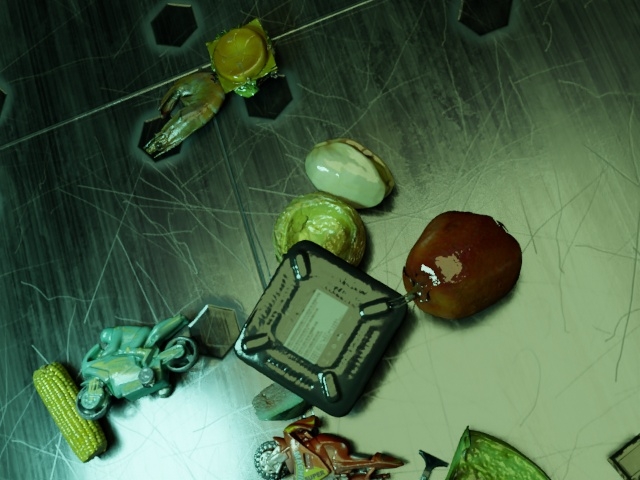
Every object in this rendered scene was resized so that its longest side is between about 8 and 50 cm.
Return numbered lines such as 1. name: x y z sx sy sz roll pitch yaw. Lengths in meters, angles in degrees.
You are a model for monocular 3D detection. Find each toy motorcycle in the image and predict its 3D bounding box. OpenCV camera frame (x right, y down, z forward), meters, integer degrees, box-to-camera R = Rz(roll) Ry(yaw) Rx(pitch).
1. toy motorcycle: 0.010 0.460 1.667 0.298 0.089 0.171 20 82 16
2. toy motorcycle: -0.415 0.267 1.812 0.297 0.109 0.198 -23 61 0

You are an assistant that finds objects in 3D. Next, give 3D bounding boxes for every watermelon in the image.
1. watermelon: -0.056 0.327 1.728 0.180 0.081 0.094 -20 57 -8

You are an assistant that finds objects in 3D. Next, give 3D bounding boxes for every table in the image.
1. table: 0.602 0.418 1.543 0.083 0.082 0.070 -40 71 2

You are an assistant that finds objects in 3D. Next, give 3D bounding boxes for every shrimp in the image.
1. shrimp: -0.330 -0.303 1.939 0.150 0.068 0.248 37 82 30

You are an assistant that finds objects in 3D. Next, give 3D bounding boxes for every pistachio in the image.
1. pistachio: 0.062 -0.145 1.787 0.201 0.117 0.145 27 121 7

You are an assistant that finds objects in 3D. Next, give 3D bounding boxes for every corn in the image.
1. corn: -0.559 0.380 1.823 0.081 0.081 0.248 -39 71 2

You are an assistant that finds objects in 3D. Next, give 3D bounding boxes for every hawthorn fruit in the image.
1. hawthorn fruit: 0.256 0.065 1.622 0.299 0.211 0.211 -34 70 -23

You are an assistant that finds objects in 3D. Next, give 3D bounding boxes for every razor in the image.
1. razor: 0.188 0.522 1.642 0.066 0.033 0.190 24 84 18

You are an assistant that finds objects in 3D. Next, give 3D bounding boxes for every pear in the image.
1. pear: 0.355 0.504 1.546 0.256 0.164 0.238 15 71 11

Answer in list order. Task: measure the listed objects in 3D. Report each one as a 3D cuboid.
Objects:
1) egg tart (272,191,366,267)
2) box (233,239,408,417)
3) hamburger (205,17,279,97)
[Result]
1. egg tart: 0.000 0.001 1.774 0.213 0.090 0.212 -3 77 12
2. box: -0.001 0.178 1.671 0.289 0.073 0.290 31 90 10
3. hamburger: -0.177 -0.421 1.911 0.164 0.093 0.189 -12 73 12
